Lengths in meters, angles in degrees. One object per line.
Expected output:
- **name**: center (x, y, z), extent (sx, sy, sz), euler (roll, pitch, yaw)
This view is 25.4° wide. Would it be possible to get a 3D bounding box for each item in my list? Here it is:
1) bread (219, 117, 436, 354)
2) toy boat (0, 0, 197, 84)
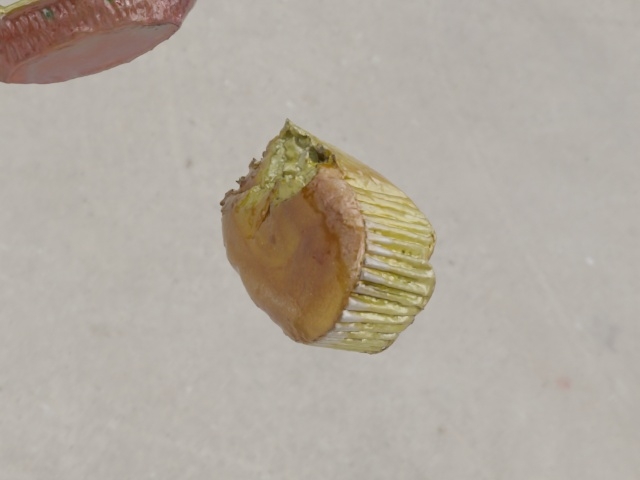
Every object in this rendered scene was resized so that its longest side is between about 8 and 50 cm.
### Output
- **bread**: center (0.000, 0.000, 1.415), extent (0.133, 0.179, 0.250), euler (11, 31, -38)
- **toy boat**: center (-0.230, -0.212, 1.343), extent (0.318, 0.141, 0.099), euler (-22, 69, -7)
